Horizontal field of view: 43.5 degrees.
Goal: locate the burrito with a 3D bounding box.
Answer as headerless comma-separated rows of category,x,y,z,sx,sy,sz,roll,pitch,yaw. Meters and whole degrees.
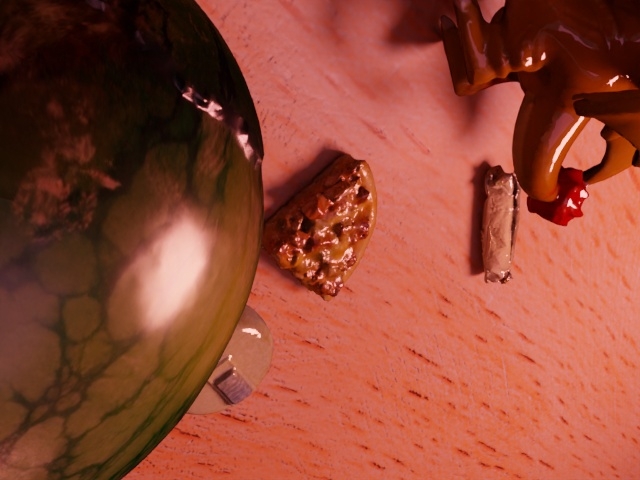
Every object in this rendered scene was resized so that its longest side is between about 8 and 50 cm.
burrito,0.218,-0.016,0.973,0.045,0.041,0.185,4,133,10

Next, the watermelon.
watermelon,-0.201,-0.005,0.441,0.363,0.363,0.363,-21,133,-24

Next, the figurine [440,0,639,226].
figurine,0.309,-0.179,0.688,0.387,0.267,0.401,-17,165,7

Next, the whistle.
whistle,-0.123,0.091,0.774,0.126,0.067,0.258,-38,135,-8

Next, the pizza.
pizza,0.001,0.000,0.810,0.134,0.046,0.174,-18,132,-26
